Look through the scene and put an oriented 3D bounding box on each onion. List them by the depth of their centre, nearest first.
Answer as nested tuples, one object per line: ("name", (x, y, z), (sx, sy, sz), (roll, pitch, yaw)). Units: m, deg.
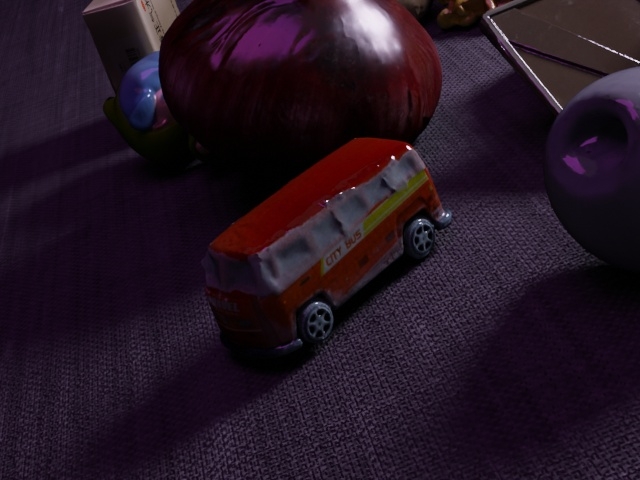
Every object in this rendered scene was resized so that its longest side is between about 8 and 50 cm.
("onion", (-0.019, -0.237, 1.268), (0.347, 0.285, 0.347), (5, 33, -3))

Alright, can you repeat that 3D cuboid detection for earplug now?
("earplug", (0.337, -0.100, 0.927), (0.325, 0.175, 0.214), (-32, 42, -20))

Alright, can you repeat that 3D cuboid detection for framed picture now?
("framed picture", (0.318, -0.196, 1.148), (0.189, 0.023, 0.260), (-26, 58, -10))

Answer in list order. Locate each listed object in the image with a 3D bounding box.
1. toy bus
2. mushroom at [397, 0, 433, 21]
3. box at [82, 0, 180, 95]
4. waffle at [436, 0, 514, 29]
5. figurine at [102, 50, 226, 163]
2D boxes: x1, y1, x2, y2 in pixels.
("toy bus", (0.000, 0.000, 1.034), (0.265, 0.120, 0.121), (-38, 31, -31))
("mushroom", (0.101, -0.398, 1.681), (0.166, 0.127, 0.166), (-9, 52, 12))
("box", (-0.269, -0.292, 1.635), (0.095, 0.212, 0.168), (-11, 29, 15))
("waffle", (0.284, -0.451, 1.600), (0.281, 0.058, 0.301), (8, 67, 37))
("figurine", (-0.177, -0.169, 1.452), (0.263, 0.143, 0.162), (24, 49, 31))
